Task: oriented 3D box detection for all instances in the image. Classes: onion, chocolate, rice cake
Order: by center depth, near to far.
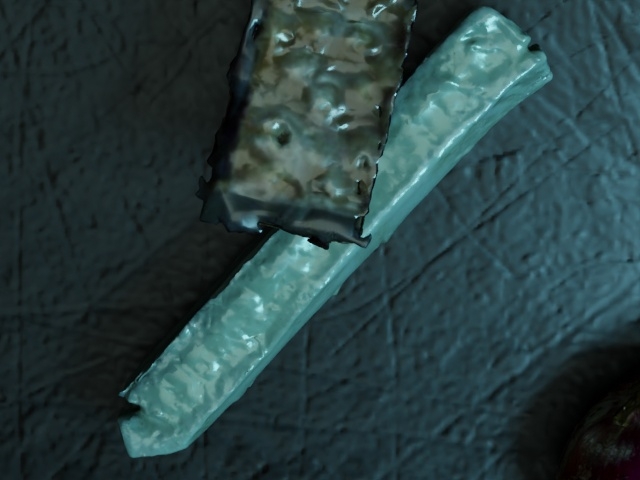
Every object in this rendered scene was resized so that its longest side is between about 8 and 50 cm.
[{"bbox_3d":[0.016,-0.158,0.933,0.102,0.065,0.329,14,91,3],"label":"chocolate"},{"bbox_3d":[0.240,0.168,0.989,0.173,0.135,0.198,-33,101,10],"label":"onion"},{"bbox_3d":[0.000,0.000,0.991,0.063,0.066,0.336,45,100,4],"label":"rice cake"}]
